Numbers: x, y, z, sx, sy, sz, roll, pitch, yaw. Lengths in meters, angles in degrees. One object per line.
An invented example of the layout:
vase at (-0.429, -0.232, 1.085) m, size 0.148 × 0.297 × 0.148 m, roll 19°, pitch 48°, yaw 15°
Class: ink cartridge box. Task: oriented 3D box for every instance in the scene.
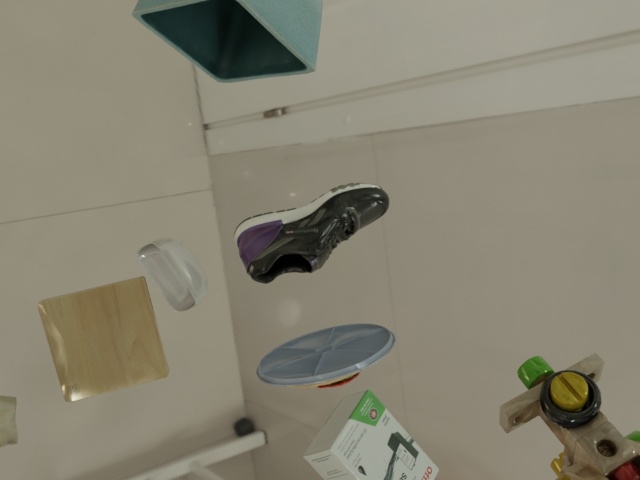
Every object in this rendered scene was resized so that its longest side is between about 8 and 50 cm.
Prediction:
ink cartridge box at (0.095, 0.396, 1.276) m, size 0.208 × 0.087 × 0.153 m, roll 49°, pitch 46°, yaw -8°

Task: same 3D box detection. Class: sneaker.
sneaker at (0.000, 0.000, 1.253) m, size 0.283 × 0.124 × 0.107 m, roll -20°, pitch 140°, yaw -5°

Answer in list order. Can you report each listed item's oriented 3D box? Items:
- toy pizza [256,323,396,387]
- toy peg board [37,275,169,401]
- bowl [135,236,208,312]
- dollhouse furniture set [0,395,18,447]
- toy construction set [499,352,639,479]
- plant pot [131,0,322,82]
toy pizza at (0.009, 0.167, 1.005) m, size 0.201 × 0.201 × 0.032 m, roll -21°, pitch 102°, yaw -34°
toy peg board at (-0.332, 0.147, 1.122) m, size 0.160 × 0.079 × 0.161 m, roll -13°, pitch 98°, yaw -7°
bowl at (-0.260, 0.056, 1.289) m, size 0.053 × 0.142 × 0.142 m, roll -38°, pitch 98°, yaw -32°
dollhouse furniture set at (-0.513, 0.199, 0.978) m, size 0.129 × 0.129 × 0.184 m, roll 28°, pitch 44°, yaw -57°
toy construction set at (0.259, 0.268, 0.757) m, size 0.309 × 0.237 × 0.257 m, roll -44°, pitch 146°, yaw 9°
plant pot at (-0.142, -0.466, 1.302) m, size 0.247 × 0.247 × 0.252 m, roll 31°, pitch 68°, yaw -50°
